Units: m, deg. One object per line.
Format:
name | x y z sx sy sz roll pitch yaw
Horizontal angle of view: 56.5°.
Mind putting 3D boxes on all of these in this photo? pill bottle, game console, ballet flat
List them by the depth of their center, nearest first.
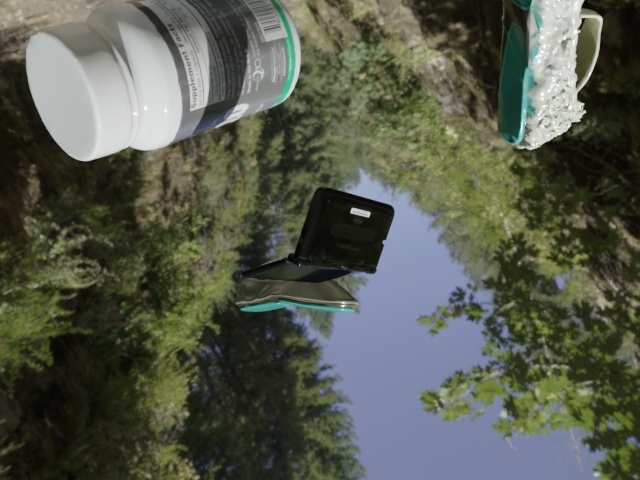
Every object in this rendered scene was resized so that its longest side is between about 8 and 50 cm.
game console | 0.000 0.000 0.576 0.071 0.107 0.122 24 -171 38
ballet flat | -0.037 0.055 0.746 0.072 0.068 0.213 14 166 -40
ballet flat | 0.306 -0.310 0.786 0.147 0.409 0.147 -7 -136 7
pill bottle | -0.217 -0.254 0.879 0.204 0.204 0.361 -4 -160 47
